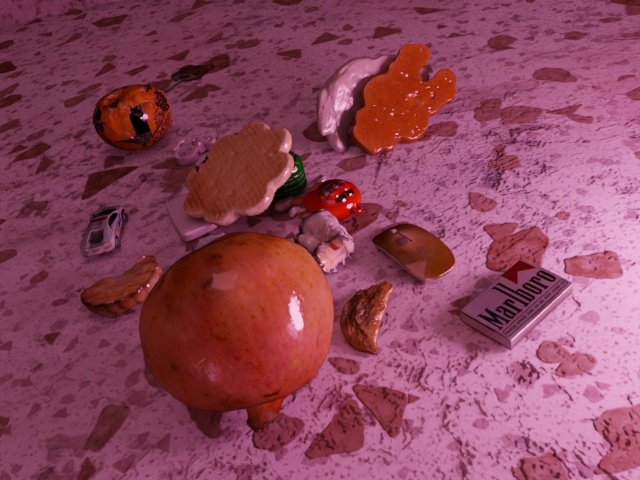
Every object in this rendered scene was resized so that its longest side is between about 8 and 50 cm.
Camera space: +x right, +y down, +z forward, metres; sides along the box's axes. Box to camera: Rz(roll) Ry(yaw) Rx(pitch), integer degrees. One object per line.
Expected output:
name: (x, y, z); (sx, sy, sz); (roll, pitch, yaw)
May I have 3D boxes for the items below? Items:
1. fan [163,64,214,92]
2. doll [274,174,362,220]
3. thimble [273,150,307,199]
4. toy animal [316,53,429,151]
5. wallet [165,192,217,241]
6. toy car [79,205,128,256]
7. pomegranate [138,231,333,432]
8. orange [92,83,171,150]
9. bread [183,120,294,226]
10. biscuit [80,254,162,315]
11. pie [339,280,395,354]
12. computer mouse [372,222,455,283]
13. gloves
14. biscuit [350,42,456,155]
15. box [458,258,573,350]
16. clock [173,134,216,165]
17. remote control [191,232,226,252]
fan: (-0.498, -0.594, 2.379); (0.153, 0.008, 0.226); (9, 43, 27)
doll: (0.006, -0.095, 1.511); (0.183, 0.085, 0.217); (-34, 32, -23)
thimble: (-0.100, -0.166, 1.630); (0.118, 0.090, 0.130); (-22, 38, -5)
toy animal: (0.103, -0.381, 1.798); (0.188, 0.266, 0.307); (28, 96, 59)
wallet: (-0.326, -0.063, 1.622); (0.095, 0.033, 0.190); (-25, 39, -16)
toy car: (-0.546, -0.030, 1.637); (0.096, 0.056, 0.204); (-14, 38, 4)
pomegranate: (-0.124, 0.151, 1.075); (0.339, 0.338, 0.338); (-9, 37, 7)
orange: (-0.573, -0.379, 1.989); (0.235, 0.182, 0.234); (-16, 43, 15)
bread: (-0.194, -0.160, 1.570); (0.316, 0.054, 0.315); (-17, 50, 21)
biscuit: (-0.423, 0.113, 1.409); (0.183, 0.061, 0.118); (-26, 40, -10)
pie: (0.085, 0.139, 1.225); (0.092, 0.034, 0.169); (7, 48, 24)
computer mouse: (0.188, 0.017, 1.335); (0.102, 0.044, 0.199); (-26, 39, -18)
gloves: (0.003, 0.001, 1.390); (0.114, 0.070, 0.153); (-46, 48, 4)
biscuit: (0.208, -0.359, 1.703); (0.202, 0.047, 0.333); (41, 77, -1)
box: (0.349, 0.111, 1.166); (0.178, 0.035, 0.115); (-34, 41, -23)
clock: (-0.366, -0.268, 1.891); (0.129, 0.041, 0.087); (-35, 45, -18)
remote control: (-0.192, 0.055, 1.413); (0.104, 0.052, 0.247); (-37, 45, -25)
